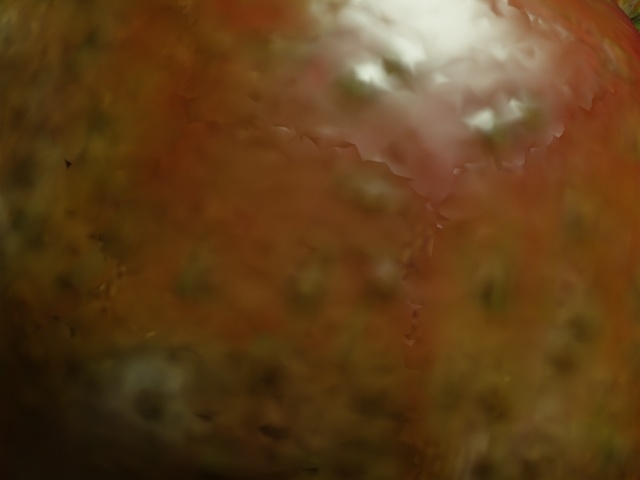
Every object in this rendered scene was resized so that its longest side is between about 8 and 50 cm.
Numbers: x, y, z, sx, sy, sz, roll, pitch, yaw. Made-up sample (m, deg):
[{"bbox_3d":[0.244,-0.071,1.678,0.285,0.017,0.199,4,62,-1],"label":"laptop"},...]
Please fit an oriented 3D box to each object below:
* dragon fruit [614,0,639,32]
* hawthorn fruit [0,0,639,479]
[{"bbox_3d":[0.321,-0.104,1.381,0.314,0.263,0.296,41,20,22],"label":"dragon fruit"},{"bbox_3d":[0.000,0.000,0.788,0.403,0.403,0.403,22,29,-13],"label":"hawthorn fruit"}]
